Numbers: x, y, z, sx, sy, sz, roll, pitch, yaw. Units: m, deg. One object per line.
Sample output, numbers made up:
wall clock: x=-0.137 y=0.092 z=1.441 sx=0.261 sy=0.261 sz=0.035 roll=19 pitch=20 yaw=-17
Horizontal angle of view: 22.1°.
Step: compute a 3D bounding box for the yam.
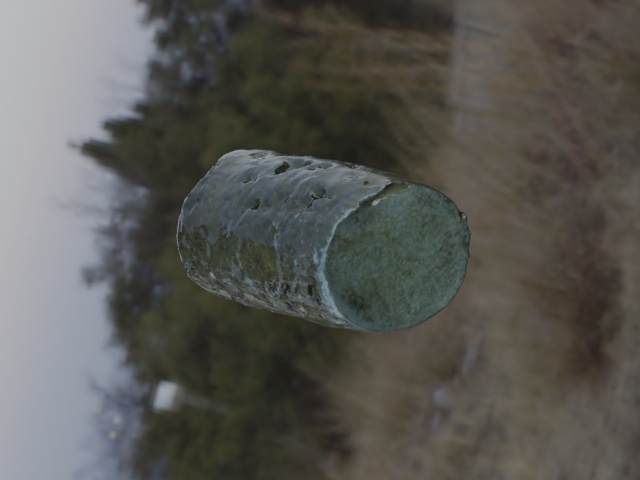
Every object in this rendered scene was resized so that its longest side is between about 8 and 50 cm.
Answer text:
yam: x=0.000 y=0.000 z=1.046 sx=0.194 sy=0.107 sz=0.107 roll=12 pitch=86 yaw=54
